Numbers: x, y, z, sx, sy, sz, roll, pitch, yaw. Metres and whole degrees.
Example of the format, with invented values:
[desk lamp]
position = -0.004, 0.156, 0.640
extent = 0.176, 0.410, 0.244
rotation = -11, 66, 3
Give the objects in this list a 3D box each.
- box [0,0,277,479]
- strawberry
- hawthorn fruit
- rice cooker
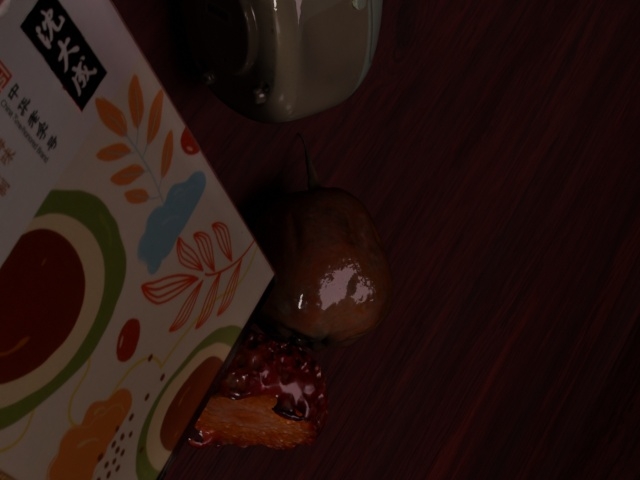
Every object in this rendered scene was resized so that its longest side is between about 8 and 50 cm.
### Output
[box]
position = -0.208, 0.054, 0.774
extent = 0.344, 0.122, 0.385
rotation = -61, 151, -21
[strawberry]
position = -0.061, 0.128, 1.098
extent = 0.145, 0.145, 0.086
rotation = 50, 39, -59
[hawthorn fruit]
position = 0.000, 0.012, 1.125
extent = 0.149, 0.149, 0.189
rotation = -2, 109, -62
[rice cooker]
position = -0.033, -0.185, 0.943
extent = 0.127, 0.145, 0.206
rotation = -37, 135, -34
